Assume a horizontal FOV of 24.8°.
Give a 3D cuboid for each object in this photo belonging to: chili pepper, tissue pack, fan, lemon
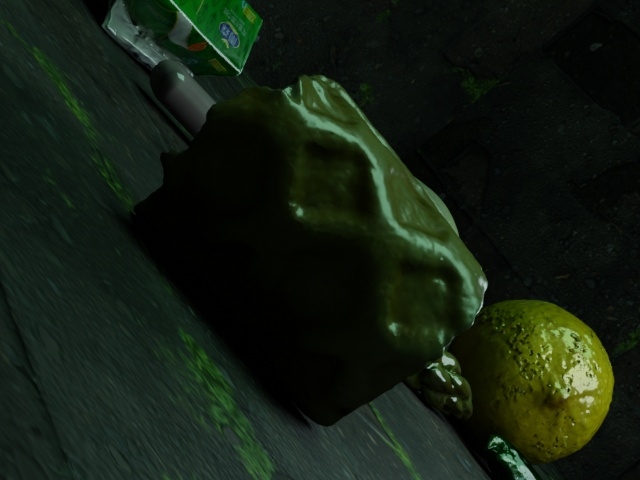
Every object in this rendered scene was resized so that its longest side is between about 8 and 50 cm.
[{"bbox_3d":[0.308,0.372,2.125,0.216,0.062,0.108,48,5,-11],"label":"chili pepper"},{"bbox_3d":[-0.209,-0.292,1.925,0.148,0.156,0.209,9,-23,36],"label":"tissue pack"},{"bbox_3d":[-0.122,-0.131,1.795,0.244,0.074,0.130,47,7,-36],"label":"fan"},{"bbox_3d":[0.312,0.217,2.236,0.258,0.258,0.310,51,-11,0],"label":"lemon"}]

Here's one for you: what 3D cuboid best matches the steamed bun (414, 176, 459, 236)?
[{"bbox_3d":[0.134,0.000,2.485,0.250,0.200,0.155,57,6,30],"label":"steamed bun"}]

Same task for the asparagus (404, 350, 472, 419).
[{"bbox_3d":[0.147,0.176,2.015,0.287,0.080,0.080,48,5,-42],"label":"asparagus"}]

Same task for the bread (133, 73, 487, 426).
[{"bbox_3d":[-0.003,0.003,1.173,0.252,0.196,0.238,48,8,1],"label":"bread"}]
